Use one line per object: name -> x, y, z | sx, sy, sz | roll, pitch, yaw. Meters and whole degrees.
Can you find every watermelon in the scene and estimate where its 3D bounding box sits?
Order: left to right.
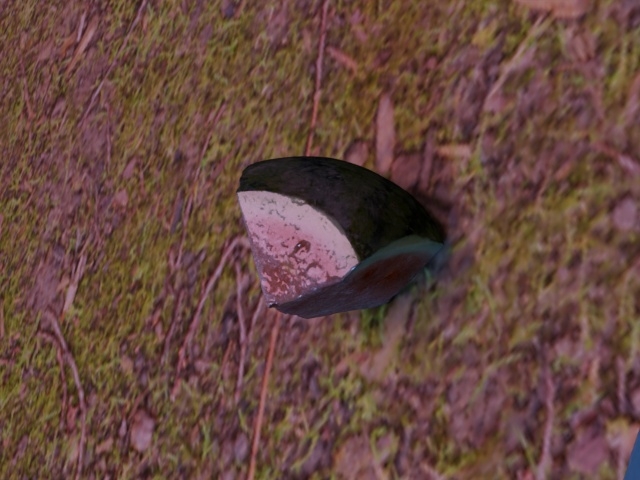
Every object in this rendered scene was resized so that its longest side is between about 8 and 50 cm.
watermelon -> -0.002, -0.003, 0.565 | 0.092, 0.084, 0.072 | 37, 98, 35

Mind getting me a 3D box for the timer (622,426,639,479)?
timer -> 0.170, 0.050, 0.288 | 0.232, 0.091, 0.249 | 38, 111, 55
